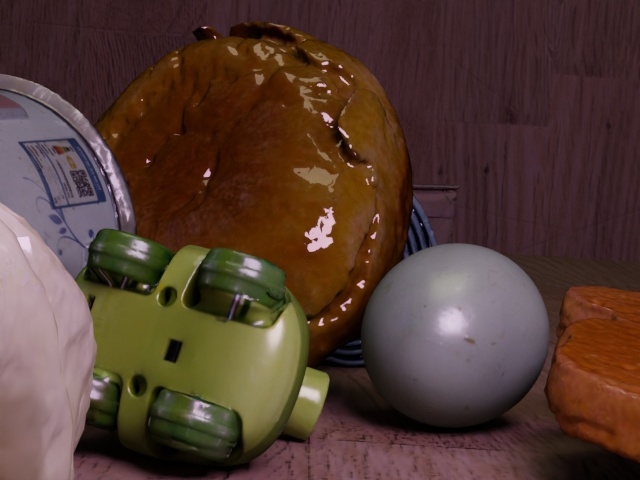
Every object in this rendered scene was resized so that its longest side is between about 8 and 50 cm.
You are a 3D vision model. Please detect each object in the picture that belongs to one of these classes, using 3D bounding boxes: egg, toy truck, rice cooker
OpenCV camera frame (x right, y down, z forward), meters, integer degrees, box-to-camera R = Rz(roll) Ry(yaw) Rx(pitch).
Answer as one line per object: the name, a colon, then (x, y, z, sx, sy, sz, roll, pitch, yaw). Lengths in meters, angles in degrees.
egg: (0.109, 0.077, 1.215, 0.149, 0.149, 0.192, 6, 6, 26)
toy truck: (-0.093, 0.084, 1.067, 0.187, 0.148, 0.210, 15, -9, 11)
rice cooker: (-0.293, 0.004, 1.151, 0.316, 0.264, 0.316, 11, 10, -2)

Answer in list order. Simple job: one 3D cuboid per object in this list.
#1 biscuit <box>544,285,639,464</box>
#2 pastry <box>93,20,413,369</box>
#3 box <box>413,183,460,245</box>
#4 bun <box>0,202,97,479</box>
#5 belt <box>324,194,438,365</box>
biscuit: (0.337, 0.123, 1.076, 0.349, 0.078, 0.455, 8, 11, 11)
pastry: (-0.076, -0.031, 1.332, 0.356, 0.356, 0.164, 6, -23, 25)
box: (-0.026, 0.016, 1.707, 0.297, 0.191, 0.225, 3, 4, -32)
bun: (-0.248, 0.072, 0.431, 0.348, 0.227, 0.352, 5, 2, 18)
belt: (0.000, 0.000, 1.508, 0.206, 0.267, 0.116, -39, 14, -8)
